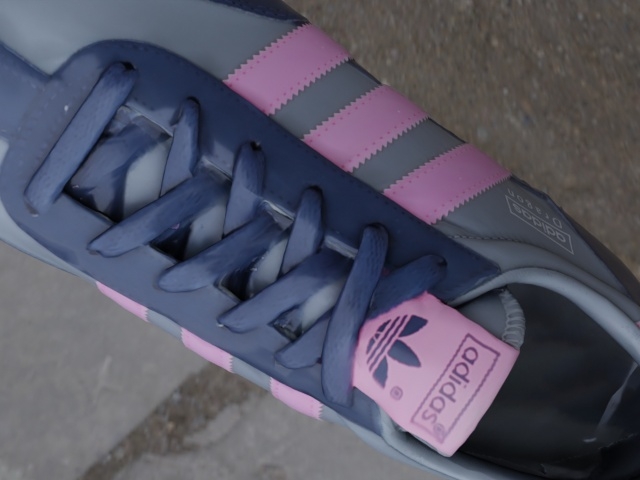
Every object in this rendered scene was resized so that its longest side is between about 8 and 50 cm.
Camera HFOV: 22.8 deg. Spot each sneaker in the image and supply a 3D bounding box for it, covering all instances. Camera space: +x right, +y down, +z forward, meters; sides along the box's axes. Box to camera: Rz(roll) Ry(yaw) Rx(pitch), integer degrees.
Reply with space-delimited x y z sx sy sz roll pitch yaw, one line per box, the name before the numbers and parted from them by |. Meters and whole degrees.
sneaker | 0.000 0.000 0.494 0.319 0.131 0.112 24 106 -27
